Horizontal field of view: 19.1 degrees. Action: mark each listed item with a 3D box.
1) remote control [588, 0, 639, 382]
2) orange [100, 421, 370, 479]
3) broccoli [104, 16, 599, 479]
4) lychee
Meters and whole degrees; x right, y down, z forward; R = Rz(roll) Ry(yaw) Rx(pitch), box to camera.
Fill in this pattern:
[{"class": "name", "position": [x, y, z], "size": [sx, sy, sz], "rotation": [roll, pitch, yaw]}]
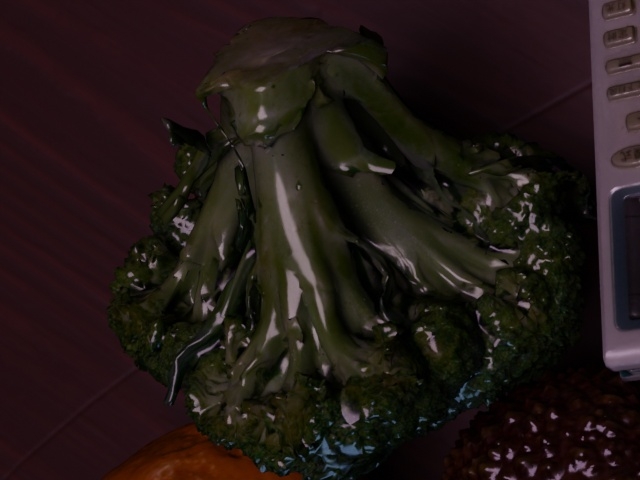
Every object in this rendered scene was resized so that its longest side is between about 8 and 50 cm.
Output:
[{"class": "remote control", "position": [0.221, -0.057, 1.161], "size": [0.103, 0.055, 0.277], "rotation": [-11, 67, 29]}, {"class": "orange", "position": [-0.051, 0.247, 1.283], "size": [0.261, 0.261, 0.261], "rotation": [3, 97, 28]}, {"class": "broccoli", "position": [0.000, 0.000, 1.194], "size": [0.321, 0.304, 0.283], "rotation": [10, 134, 35]}, {"class": "lychee", "position": [0.161, 0.168, 1.203], "size": [0.188, 0.188, 0.188], "rotation": [3, 97, 28]}]
